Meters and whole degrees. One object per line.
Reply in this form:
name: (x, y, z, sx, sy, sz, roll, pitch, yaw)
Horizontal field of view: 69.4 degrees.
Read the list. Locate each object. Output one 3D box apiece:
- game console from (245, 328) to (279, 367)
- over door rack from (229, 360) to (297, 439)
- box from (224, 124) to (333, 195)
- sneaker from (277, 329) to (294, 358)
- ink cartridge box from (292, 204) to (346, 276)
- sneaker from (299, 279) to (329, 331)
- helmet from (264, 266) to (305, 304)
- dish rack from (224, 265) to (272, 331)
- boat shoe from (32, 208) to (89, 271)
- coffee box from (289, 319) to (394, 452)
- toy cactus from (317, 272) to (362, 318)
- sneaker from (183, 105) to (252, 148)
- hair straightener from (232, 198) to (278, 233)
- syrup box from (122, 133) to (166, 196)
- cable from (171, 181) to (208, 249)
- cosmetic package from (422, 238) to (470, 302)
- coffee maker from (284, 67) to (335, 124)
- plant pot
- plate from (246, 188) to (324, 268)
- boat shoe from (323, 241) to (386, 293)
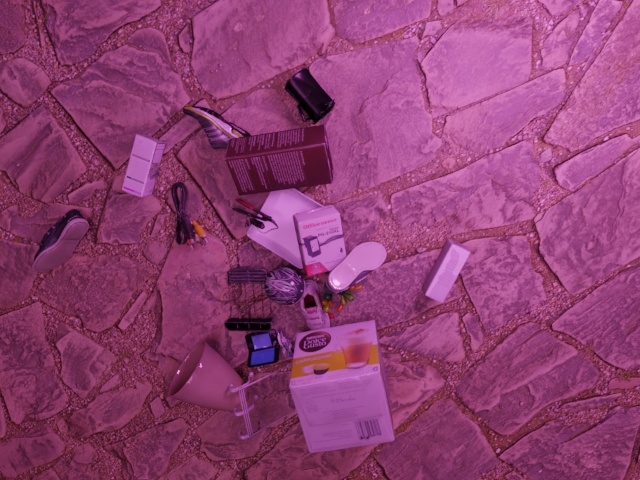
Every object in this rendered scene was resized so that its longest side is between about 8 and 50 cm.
game console: (-0.256, 0.466, 1.999, 0.143, 0.085, 0.124, -12, 100, 8)
over door rack: (-0.223, 0.677, 1.993, 0.323, 0.108, 0.240, -15, 102, -25)
box: (-0.151, -0.305, 1.768, 0.380, 0.143, 0.191, -5, 137, 8)
sneaker: (-0.148, 0.443, 2.006, 0.057, 0.052, 0.136, -19, 106, 0)
ink cartridge box: (0.000, 0.000, 1.821, 0.171, 0.100, 0.238, -15, 115, -9)
sneaker: (-0.034, 0.297, 1.926, 0.102, 0.111, 0.253, -18, 99, 10)
helmet: (-0.144, 0.185, 1.877, 0.169, 0.161, 0.170, 0, 85, 2)
dish rack: (-0.308, 0.246, 1.967, 0.208, 0.074, 0.272, -1, 101, 6)
boat shoe: (-1.134, -0.005, 1.994, 0.340, 0.127, 0.113, -45, 64, 20)
coffee box: (0.090, 0.564, 1.824, 0.337, 0.334, 0.339, -11, 113, 8)
toy cactus: (0.060, 0.194, 1.898, 0.180, 0.112, 0.219, 39, 95, 16)
sneaker: (-0.420, -0.433, 1.830, 0.299, 0.111, 0.121, 33, 107, 1)
hair straightener: (-0.268, -0.087, 1.871, 0.230, 0.047, 0.089, 27, 100, 21)
syrup box: (-0.723, -0.305, 1.892, 0.096, 0.093, 0.237, 22, 103, 1)
cable: (-0.572, -0.097, 1.953, 0.139, 0.072, 0.288, -20, 86, 27)
cosmetic package: (0.495, 0.119, 1.830, 0.085, 0.117, 0.231, 24, 104, 2)
coffee maker: (-0.034, -0.551, 1.732, 0.178, 0.120, 0.171, 48, 146, -5)
plant pot: (-0.460, 0.615, 1.988, 0.274, 0.256, 0.256, 37, 103, -18)
plate: (-0.121, -0.067, 1.898, 0.277, 0.045, 0.278, 32, 102, 0)
boat shoe: (0.133, 0.108, 1.821, 0.116, 0.319, 0.099, 51, 145, 8)
